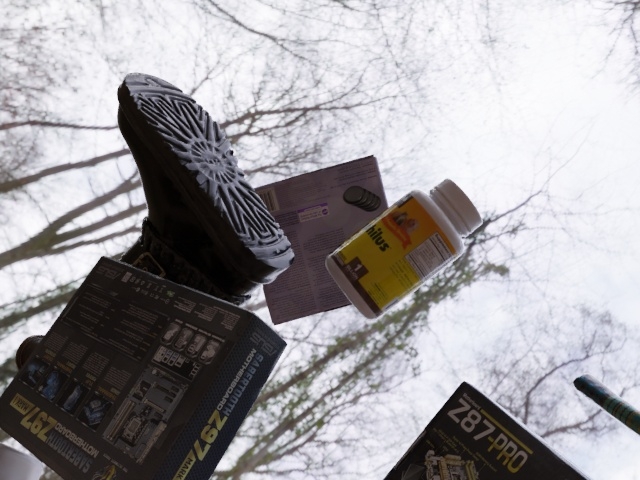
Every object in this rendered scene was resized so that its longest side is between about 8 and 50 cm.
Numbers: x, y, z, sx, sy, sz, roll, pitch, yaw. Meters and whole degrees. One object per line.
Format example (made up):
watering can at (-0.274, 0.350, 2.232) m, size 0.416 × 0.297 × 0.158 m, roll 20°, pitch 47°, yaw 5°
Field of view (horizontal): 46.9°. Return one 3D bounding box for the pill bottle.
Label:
pill bottle at (0.119, 0.009, 1.046) m, size 0.215 × 0.117 × 0.117 m, roll -38°, pitch -97°, yaw 1°

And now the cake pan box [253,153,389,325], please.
cake pan box at (0.000, 0.000, 1.303) m, size 0.266 × 0.070 × 0.246 m, roll -16°, pitch -86°, yaw 0°

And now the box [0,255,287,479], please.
box at (-0.164, 0.122, 0.638) m, size 0.232 × 0.183 × 0.059 m, roll 13°, pitch -26°, yaw 42°

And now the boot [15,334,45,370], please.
boot at (-0.242, 0.178, 0.853) m, size 0.106 × 0.082 × 0.219 m, roll 2°, pitch -34°, yaw 41°

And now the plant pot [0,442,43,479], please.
plant pot at (-0.507, 0.336, 0.787) m, size 0.323 × 0.280 × 0.323 m, roll 11°, pitch -27°, yaw 6°

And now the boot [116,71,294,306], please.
boot at (-0.218, -0.018, 0.965) m, size 0.260 × 0.131 × 0.348 m, roll -41°, pitch -108°, yaw 27°

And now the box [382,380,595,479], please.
box at (0.173, 0.359, 0.656) m, size 0.318 × 0.097 × 0.395 m, roll -53°, pitch -142°, yaw -1°

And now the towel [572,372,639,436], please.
towel at (0.488, 0.295, 0.843) m, size 0.040 × 0.271 × 0.370 m, roll -53°, pitch -143°, yaw 2°
